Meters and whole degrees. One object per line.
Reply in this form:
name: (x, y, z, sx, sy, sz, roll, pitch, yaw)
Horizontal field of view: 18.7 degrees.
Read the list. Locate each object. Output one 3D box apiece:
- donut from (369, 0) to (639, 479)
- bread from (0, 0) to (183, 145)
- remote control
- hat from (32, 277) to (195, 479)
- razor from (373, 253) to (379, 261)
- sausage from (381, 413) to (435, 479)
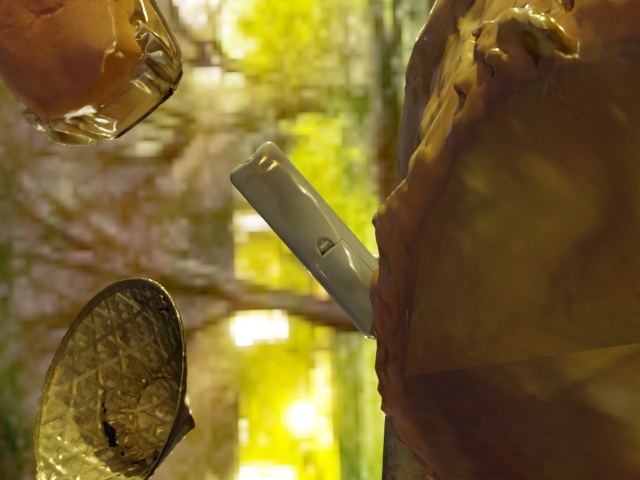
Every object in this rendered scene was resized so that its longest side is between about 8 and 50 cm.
donut: (0.177, 0.013, 0.533, 0.160, 0.330, 0.330, -73, -15, -60)
bread: (-0.227, -0.205, 1.662, 0.241, 0.136, 0.107, 60, -166, 19)
remote control: (0.000, 0.000, 1.589, 0.184, 0.050, 0.027, 49, -179, 4)
hat: (-0.099, 0.100, 1.124, 0.146, 0.067, 0.146, -27, 52, 41)
razor: (0.093, 0.001, 1.733, 0.037, 0.191, 0.068, 54, 158, 33)
sausage: (0.032, 0.161, 0.678, 0.033, 0.033, 0.269, -108, 21, -83)
